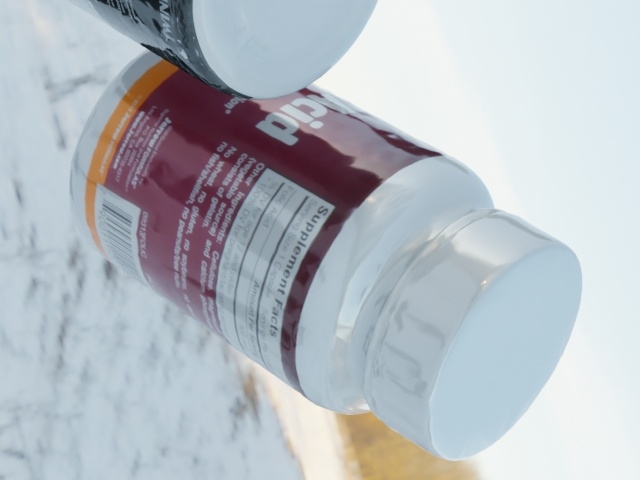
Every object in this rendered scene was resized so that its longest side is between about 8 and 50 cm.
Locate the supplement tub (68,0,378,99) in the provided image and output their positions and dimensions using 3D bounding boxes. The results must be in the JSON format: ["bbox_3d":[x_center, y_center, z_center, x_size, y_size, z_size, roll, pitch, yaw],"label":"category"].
[{"bbox_3d":[-0.116,-0.247,1.160,0.316,0.193,0.193,34,-29,39],"label":"supplement tub"}]

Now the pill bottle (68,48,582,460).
[{"bbox_3d":[0.000,0.000,1.249,0.392,0.224,0.224,31,-28,32],"label":"pill bottle"}]
